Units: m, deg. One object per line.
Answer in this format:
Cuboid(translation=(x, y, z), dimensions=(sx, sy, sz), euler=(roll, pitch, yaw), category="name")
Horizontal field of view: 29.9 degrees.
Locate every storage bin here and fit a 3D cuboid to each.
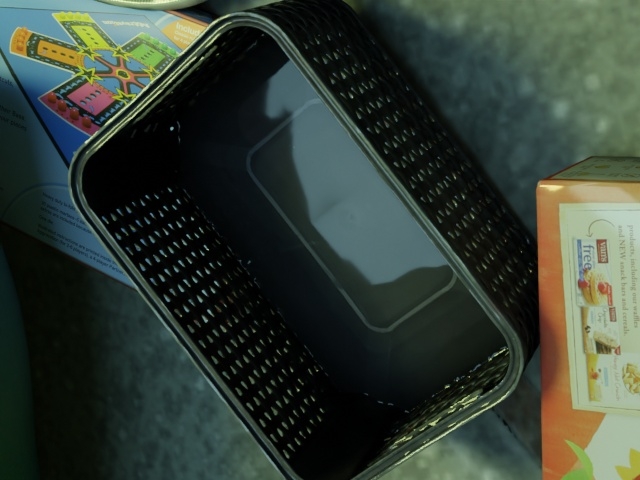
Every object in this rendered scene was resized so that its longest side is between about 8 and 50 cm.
Cuboid(translation=(0.000, 0.000, 0.501), dimensions=(0.122, 0.084, 0.180), euler=(-38, 91, 26), category="storage bin")

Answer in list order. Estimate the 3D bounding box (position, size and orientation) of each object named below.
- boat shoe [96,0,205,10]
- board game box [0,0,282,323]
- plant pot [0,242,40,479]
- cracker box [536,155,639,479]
Cuboid(translation=(-0.037, -0.146, 0.501), dimensions=(0.254, 0.079, 0.095), euler=(7, 94, 28), category="boat shoe")
Cuboid(translation=(-0.148, -0.075, 0.625), dimensions=(0.281, 0.027, 0.145), euler=(24, 115, 24), category="board game box")
Cuboid(translation=(-0.267, 0.043, 0.579), dimensions=(0.271, 0.271, 0.255), euler=(15, 109, 28), category="plant pot")
Cuboid(translation=(0.197, 0.053, 0.424), dimensions=(0.232, 0.067, 0.156), euler=(5, 105, 31), category="cracker box")
